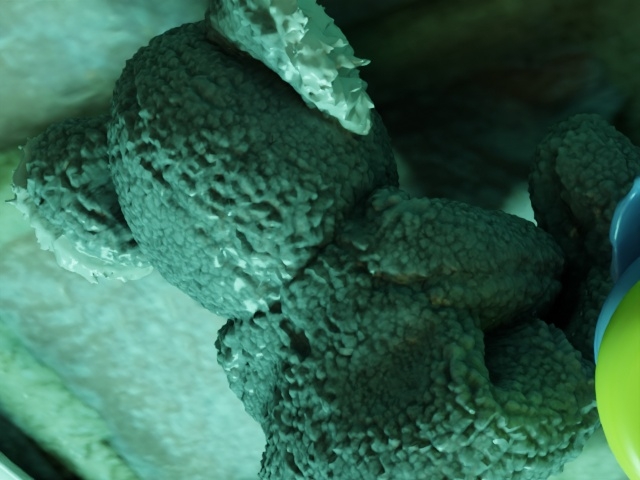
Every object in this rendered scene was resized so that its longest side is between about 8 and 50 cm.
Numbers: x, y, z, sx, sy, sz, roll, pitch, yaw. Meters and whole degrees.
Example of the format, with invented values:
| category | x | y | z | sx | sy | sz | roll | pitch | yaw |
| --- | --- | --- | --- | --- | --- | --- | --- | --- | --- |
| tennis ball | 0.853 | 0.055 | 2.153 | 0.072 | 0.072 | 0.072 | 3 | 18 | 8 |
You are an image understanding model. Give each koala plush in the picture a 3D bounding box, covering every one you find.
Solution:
| category | x | y | z | sx | sy | sz | roll | pitch | yaw |
| --- | --- | --- | --- | --- | --- | --- | --- | --- | --- |
| koala plush | 0.000 | 0.000 | 0.699 | 0.196 | 0.203 | 0.221 | -33 | 106 | 35 |

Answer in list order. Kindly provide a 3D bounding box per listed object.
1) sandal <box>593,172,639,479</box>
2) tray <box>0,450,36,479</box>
| category | x | y | z | sx | sy | sz | roll | pitch | yaw |
| --- | --- | --- | --- | --- | --- | --- | --- | --- | --- |
| sandal | 0.230 | -0.005 | 0.626 | 0.317 | 0.138 | 0.126 | -9 | 112 | -9 |
| tray | -0.162 | 0.188 | 1.008 | 0.145 | 0.030 | 0.270 | -27 | 121 | 34 |
